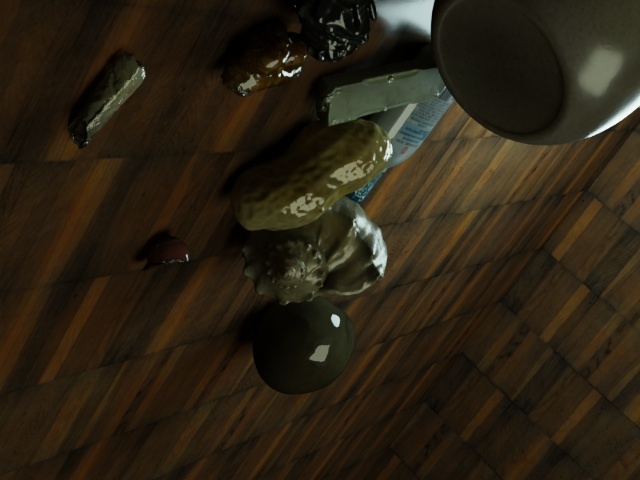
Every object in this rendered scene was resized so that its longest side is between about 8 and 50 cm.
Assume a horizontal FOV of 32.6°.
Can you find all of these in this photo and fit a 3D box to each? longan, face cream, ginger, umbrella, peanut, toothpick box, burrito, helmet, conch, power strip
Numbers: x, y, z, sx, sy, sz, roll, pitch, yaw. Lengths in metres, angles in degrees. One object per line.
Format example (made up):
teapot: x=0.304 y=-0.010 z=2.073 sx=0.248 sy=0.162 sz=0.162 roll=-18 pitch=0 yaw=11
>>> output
longan: x=-0.034 y=0.217 z=2.346 sx=0.246 sy=0.215 sz=0.246 roll=-47 pitch=-179 yaw=1
face cream: x=0.151 y=-0.219 z=2.095 sx=0.336 sy=0.080 sz=0.163 roll=-53 pitch=152 yaw=18
ginger: x=-0.074 y=-0.274 z=1.618 sx=0.162 sy=0.073 sz=0.103 roll=-28 pitch=167 yaw=-50
umbrella: x=0.015 y=-0.398 z=1.503 sx=0.154 sy=0.128 sz=0.336 roll=-57 pitch=159 yaw=-31
peanut: x=-0.016 y=-0.115 z=1.899 sx=0.313 sy=0.149 sz=0.149 roll=-35 pitch=156 yaw=-17
toothpick box: x=0.435 y=-0.392 z=1.861 sx=0.425 sy=0.409 sz=0.409 roll=-40 pitch=158 yaw=-29
burrito: x=-0.284 y=-0.181 z=1.436 sx=0.149 sy=0.041 sz=0.055 roll=-49 pitch=171 yaw=10
helmet: x=-0.260 y=0.018 z=1.818 sx=0.084 sy=0.049 sz=0.065 roll=-12 pitch=-176 yaw=-14
conch: x=0.001 y=-0.007 z=2.022 sx=0.324 sy=0.263 sz=0.186 roll=-67 pitch=168 yaw=-51
power strip: x=0.112 y=-0.266 z=1.907 sx=0.286 sy=0.048 sz=0.080 roll=-17 pitch=136 yaw=-29
